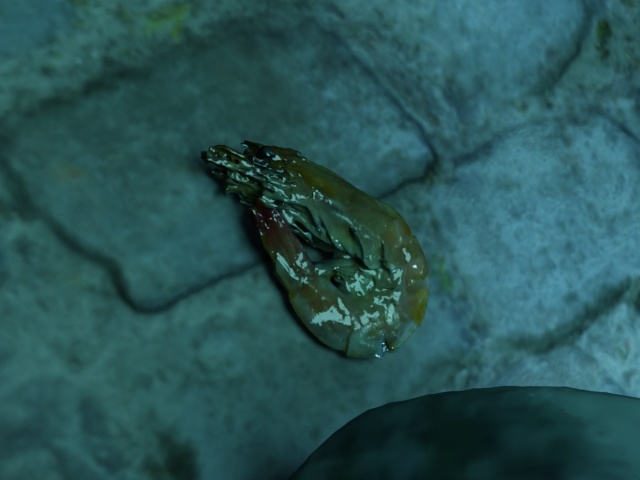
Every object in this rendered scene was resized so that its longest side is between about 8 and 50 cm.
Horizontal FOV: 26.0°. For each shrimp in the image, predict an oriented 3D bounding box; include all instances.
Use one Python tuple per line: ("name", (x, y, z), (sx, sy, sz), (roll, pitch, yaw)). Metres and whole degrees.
("shrimp", (0.000, 0.000, 0.857), (0.190, 0.042, 0.101), (40, 64, -26))

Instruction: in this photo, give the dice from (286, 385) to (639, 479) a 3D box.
("dice", (0.142, 0.280, 0.699), (0.330, 0.348, 0.328), (29, 63, -29))
